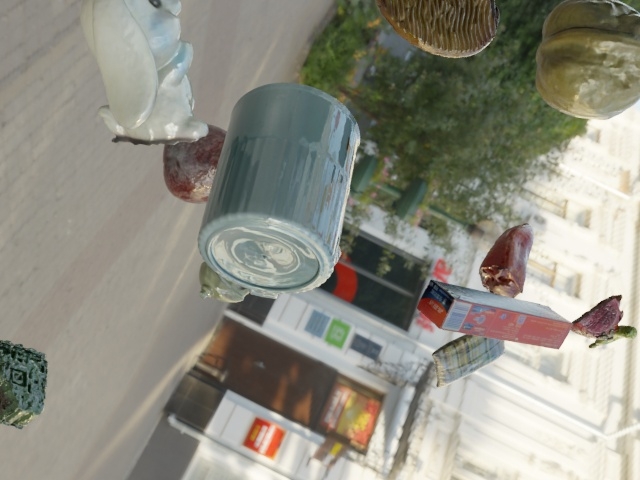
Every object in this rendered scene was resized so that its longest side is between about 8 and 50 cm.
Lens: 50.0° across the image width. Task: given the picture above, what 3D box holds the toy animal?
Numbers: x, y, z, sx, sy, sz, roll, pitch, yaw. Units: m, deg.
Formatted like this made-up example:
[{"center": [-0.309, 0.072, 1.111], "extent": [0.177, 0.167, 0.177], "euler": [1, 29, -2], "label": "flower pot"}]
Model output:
[{"center": [-0.304, -0.293, 1.158], "extent": [0.249, 0.174, 0.289], "euler": [-165, -121, -73], "label": "toy animal"}]

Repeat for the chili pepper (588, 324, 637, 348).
[{"center": [0.773, 0.250, 1.800], "extent": [0.208, 0.043, 0.049], "euler": [109, -2, -71], "label": "chili pepper"}]

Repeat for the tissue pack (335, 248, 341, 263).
[{"center": [0.000, 0.001, 2.359], "extent": [0.170, 0.090, 0.103], "euler": [67, 29, -22], "label": "tissue pack"}]

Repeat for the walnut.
[{"center": [0.664, -0.441, 1.664], "extent": [0.253, 0.277, 0.282], "euler": [-83, -173, -71], "label": "walnut"}]

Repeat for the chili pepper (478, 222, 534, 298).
[{"center": [0.554, 0.036, 2.005], "extent": [0.253, 0.144, 0.136], "euler": [-61, 180, -28], "label": "chili pepper"}]

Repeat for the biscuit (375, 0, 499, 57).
[{"center": [0.266, -0.553, 1.572], "extent": [0.318, 0.318, 0.040], "euler": [-63, -176, -32], "label": "biscuit"}]

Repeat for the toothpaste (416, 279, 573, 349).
[{"center": [0.325, 0.139, 1.255], "extent": [0.076, 0.320, 0.066], "euler": [45, -65, 54], "label": "toothpaste"}]

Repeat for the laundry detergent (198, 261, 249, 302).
[{"center": [-0.286, 0.102, 2.151], "extent": [0.253, 0.181, 0.091], "euler": [-44, 180, -40], "label": "laundry detergent"}]

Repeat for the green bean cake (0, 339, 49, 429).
[{"center": [-0.827, 0.377, 1.822], "extent": [0.107, 0.193, 0.208], "euler": [-29, -131, 21], "label": "green bean cake"}]

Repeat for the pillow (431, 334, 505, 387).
[{"center": [0.386, 0.291, 1.766], "extent": [0.212, 0.052, 0.208], "euler": [-26, 145, -4], "label": "pillow"}]

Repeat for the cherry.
[{"center": [-0.335, -0.223, 1.987], "extent": [0.203, 0.300, 0.230], "euler": [24, 66, -55], "label": "cherry"}]

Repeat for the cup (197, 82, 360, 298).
[{"center": [-0.094, -0.075, 1.286], "extent": [0.331, 0.257, 0.311], "euler": [-35, -145, 45], "label": "cup"}]

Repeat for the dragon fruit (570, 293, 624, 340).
[{"center": [0.727, 0.212, 1.760], "extent": [0.147, 0.096, 0.102], "euler": [-35, 165, 0], "label": "dragon fruit"}]
